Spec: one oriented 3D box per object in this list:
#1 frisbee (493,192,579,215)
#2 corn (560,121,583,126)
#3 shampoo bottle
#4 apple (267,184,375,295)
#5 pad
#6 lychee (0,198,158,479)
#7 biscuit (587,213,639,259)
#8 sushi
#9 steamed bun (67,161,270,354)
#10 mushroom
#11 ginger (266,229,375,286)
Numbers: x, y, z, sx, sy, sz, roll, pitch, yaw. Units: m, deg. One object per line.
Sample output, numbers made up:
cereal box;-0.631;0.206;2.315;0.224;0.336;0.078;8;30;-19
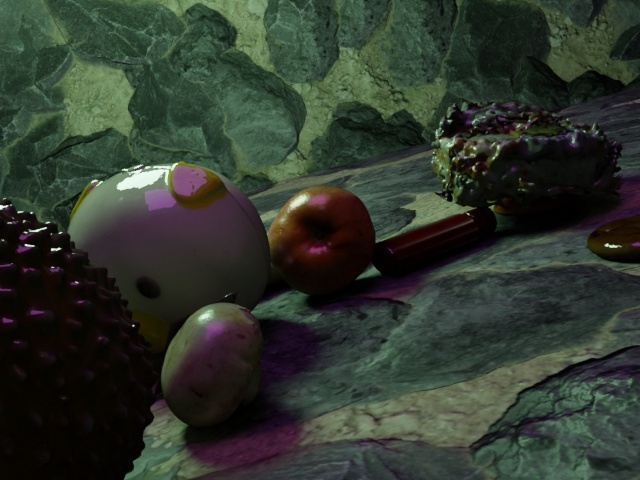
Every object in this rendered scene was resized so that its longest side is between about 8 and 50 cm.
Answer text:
frisbee;0.484;-0.099;1.664;0.192;0.035;0.192;-14;11;3
corn;0.649;-0.254;2.009;0.115;0.115;0.318;-5;15;41
shampoo bottle;0.228;-0.004;1.457;0.260;0.064;0.102;-20;14;-24
apple;0.000;0.000;1.381;0.210;0.209;0.164;-15;-3;2
pad;-0.183;0.151;1.068;0.113;0.006;0.187;-25;-30;-37
lychee;-0.362;0.148;0.746;0.381;0.432;0.380;0;48;0
biscuit;0.536;-0.014;1.191;0.212;0.036;0.212;-14;11;3
sushi;0.427;-0.183;1.554;0.418;0.175;0.417;1;20;0
steamed bun;-0.268;0.030;1.282;0.374;0.333;0.334;-10;13;27
mushroom;-0.133;0.160;0.958;0.127;0.166;0.166;22;-1;-21
ginger;-0.029;0.046;1.533;0.333;0.080;0.166;-10;26;-9
